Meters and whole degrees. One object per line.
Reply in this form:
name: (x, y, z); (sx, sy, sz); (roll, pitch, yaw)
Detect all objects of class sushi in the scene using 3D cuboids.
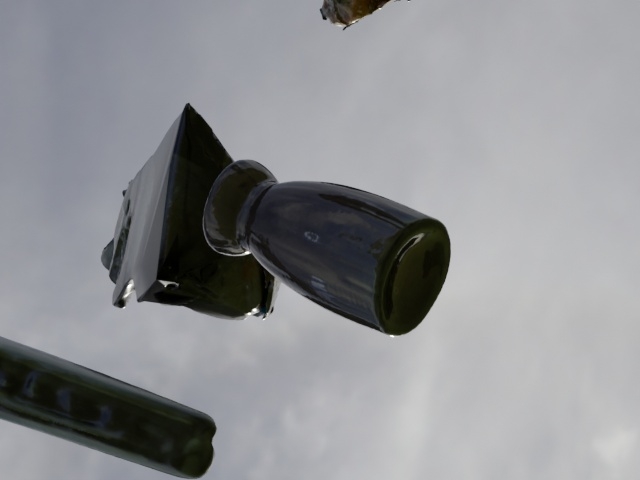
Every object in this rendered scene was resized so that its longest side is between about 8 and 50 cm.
sushi: (-0.092, 0.007, 1.230); (0.109, 0.273, 0.134); (15, -107, -14)

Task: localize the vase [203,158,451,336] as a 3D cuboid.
vase: (0.000, 0.000, 0.687); (0.053, 0.100, 0.053); (-31, -49, -43)

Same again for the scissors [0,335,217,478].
scissors: (-0.178, 0.055, 0.770); (0.138, 0.289, 0.041); (20, -92, -72)

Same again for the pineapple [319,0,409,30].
pineapple: (0.149, -0.381, 1.580); (0.344, 0.286, 0.209); (-37, -78, -39)
